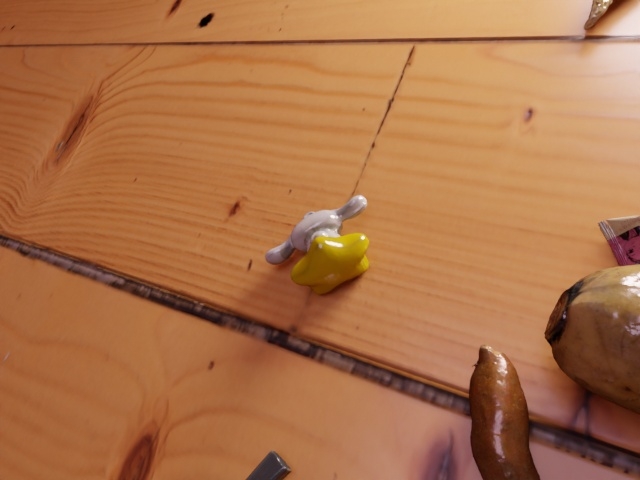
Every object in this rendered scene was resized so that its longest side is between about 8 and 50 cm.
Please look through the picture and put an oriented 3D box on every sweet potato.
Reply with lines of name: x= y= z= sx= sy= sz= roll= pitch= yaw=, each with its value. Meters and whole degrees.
sweet potato: x=0.156 y=0.183 z=0.392 sx=0.056 sy=0.056 sz=0.195 roll=-13 pitch=62 yaw=16

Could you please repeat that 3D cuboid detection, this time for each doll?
doll: x=-0.007 y=0.004 z=0.558 sx=0.135 sy=0.071 sz=0.113 roll=-13 pitch=49 yaw=21

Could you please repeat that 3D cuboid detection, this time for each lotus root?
lotus root: x=0.291 y=0.083 z=0.353 sx=0.220 sy=0.118 sz=0.125 roll=10 pitch=83 yaw=30

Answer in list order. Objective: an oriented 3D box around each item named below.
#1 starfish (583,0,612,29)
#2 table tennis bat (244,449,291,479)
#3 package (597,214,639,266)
starfish: x=0.449 y=-0.397 z=0.596 sx=0.299 sy=0.060 sz=0.303 roll=-22 pitch=61 yaw=18
table tennis bat: x=-0.115 y=0.296 z=0.460 sx=0.220 sy=0.019 sz=0.130 roll=-45 pitch=54 yaw=-4
package: x=0.318 y=-0.009 z=0.446 sx=0.083 sy=0.029 sz=0.059 roll=-25 pitch=62 yaw=21
